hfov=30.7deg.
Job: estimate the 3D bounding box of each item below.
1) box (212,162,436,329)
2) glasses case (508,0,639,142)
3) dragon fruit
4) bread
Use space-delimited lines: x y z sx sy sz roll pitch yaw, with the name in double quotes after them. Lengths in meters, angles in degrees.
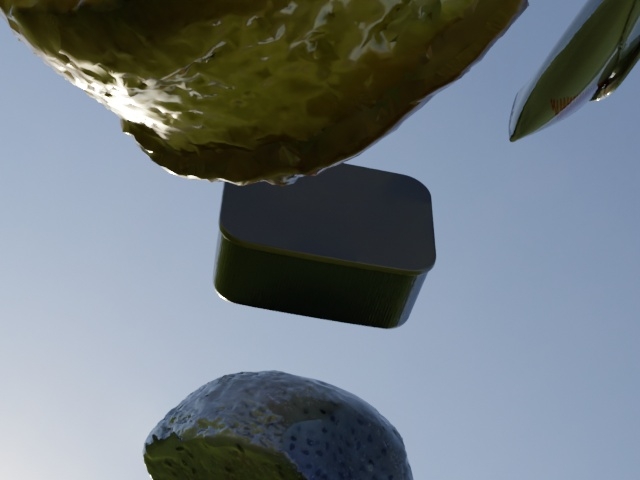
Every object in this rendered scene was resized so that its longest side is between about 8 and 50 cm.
0.000 0.000 1.099 0.201 0.144 0.090 9 -49 -8 "box"
0.296 -0.208 1.194 0.083 0.128 0.308 34 -40 2 "glasses case"
-0.005 0.236 1.167 0.221 0.204 0.283 -33 -82 43 "dragon fruit"
-0.044 -0.233 0.668 0.398 0.398 0.215 8 -11 36 "bread"
